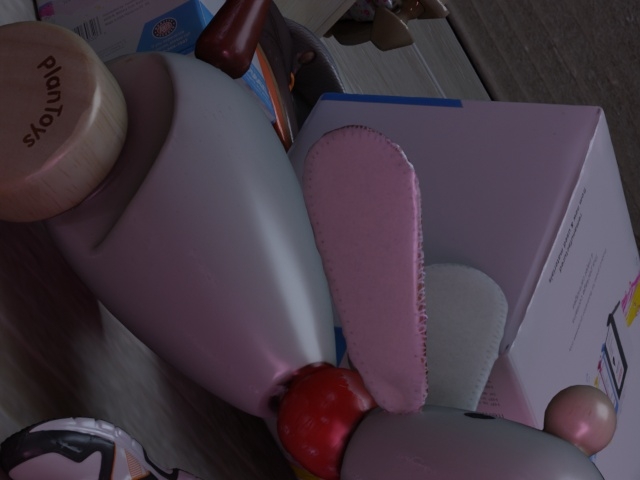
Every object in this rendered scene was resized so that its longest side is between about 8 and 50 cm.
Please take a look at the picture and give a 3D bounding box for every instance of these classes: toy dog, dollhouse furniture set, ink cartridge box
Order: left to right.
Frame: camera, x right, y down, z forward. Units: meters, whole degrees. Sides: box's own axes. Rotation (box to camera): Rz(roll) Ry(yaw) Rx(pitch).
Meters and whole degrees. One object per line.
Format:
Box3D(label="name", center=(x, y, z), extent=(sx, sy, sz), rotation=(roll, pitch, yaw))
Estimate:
Box3D(label="ink cartridge box", center=(-0.096, -0.123, 0.888), extent=(0.090, 0.092, 0.143), rotation=(47, 22, -55))
Box3D(label="dollhouse furniture set", center=(-0.069, -0.265, 1.397), extent=(0.303, 0.174, 0.355), rotation=(47, -11, -20))
Box3D(label="toy dog", center=(0.000, 0.000, 0.666), extent=(0.334, 0.161, 0.220), rotation=(38, -5, 9))
Box3D(label="ink cartridge box", center=(0.078, 0.060, 0.882), extent=(0.168, 0.171, 0.232), rotation=(-64, 146, -34))

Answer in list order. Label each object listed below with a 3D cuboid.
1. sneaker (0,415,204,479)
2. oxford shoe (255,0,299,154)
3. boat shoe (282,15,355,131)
Box3D(label="sneaker", center=(-0.080, 0.103, 0.623), extent=(0.109, 0.040, 0.043), rotation=(33, 40, -38))
Box3D(label="oxford shoe", center=(-0.044, -0.094, 0.979), extent=(0.098, 0.097, 0.271), rotation=(13, 49, -45))
Box3D(label="boat shoe", center=(0.025, -0.004, 1.102), extent=(0.116, 0.123, 0.324), rotation=(11, 56, -83))
